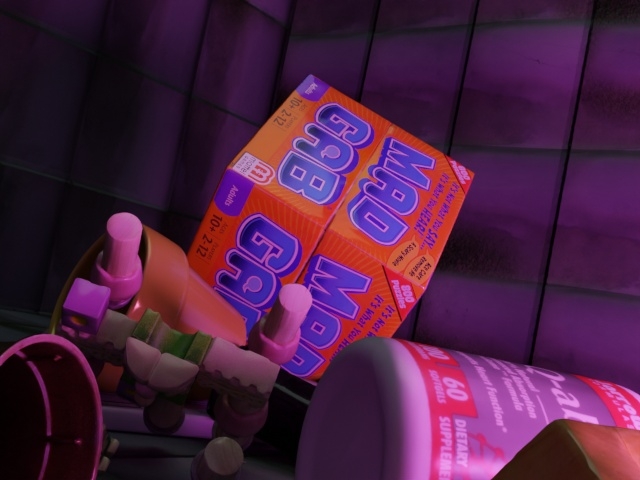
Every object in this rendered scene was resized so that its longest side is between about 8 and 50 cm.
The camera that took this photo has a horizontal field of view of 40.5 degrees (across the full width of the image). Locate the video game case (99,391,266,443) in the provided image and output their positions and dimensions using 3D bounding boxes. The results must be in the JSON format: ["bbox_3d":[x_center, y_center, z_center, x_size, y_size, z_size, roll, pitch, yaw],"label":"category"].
[{"bbox_3d":[-0.285,0.260,1.368,0.328,0.036,0.300,14,-5,-35],"label":"video game case"}]

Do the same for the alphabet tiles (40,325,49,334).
[{"bbox_3d":[-0.436,0.170,1.567,0.237,0.198,0.009,-1,-51,43],"label":"alphabet tiles"}]

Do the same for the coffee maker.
[{"bbox_3d":[-0.068,0.235,1.256,0.178,0.120,0.171,24,-1,12],"label":"coffee maker"}]

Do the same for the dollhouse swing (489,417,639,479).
[{"bbox_3d":[0.240,0.273,0.371,0.346,0.305,0.315,13,-46,-17],"label":"dollhouse swing"}]

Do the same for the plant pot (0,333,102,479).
[{"bbox_3d":[-0.268,0.143,0.604,0.165,0.167,0.167,3,-7,17],"label":"plant pot"}]

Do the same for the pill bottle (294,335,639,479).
[{"bbox_3d":[0.178,0.213,0.750,0.362,0.210,0.210,13,-5,-21],"label":"pill bottle"}]

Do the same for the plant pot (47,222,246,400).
[{"bbox_3d":[-0.254,0.134,1.354,0.239,0.254,0.254,33,-16,-34],"label":"plant pot"}]

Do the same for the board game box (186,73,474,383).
[{"bbox_3d":[0.000,0.000,1.537,0.356,0.357,0.356,31,-49,1],"label":"board game box"}]

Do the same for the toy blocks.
[{"bbox_3d":[-0.201,0.184,1.041,0.288,0.309,0.260,23,-38,-3],"label":"toy blocks"}]
